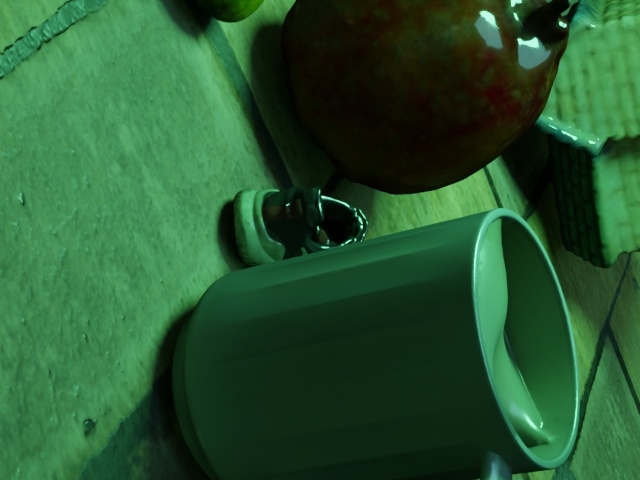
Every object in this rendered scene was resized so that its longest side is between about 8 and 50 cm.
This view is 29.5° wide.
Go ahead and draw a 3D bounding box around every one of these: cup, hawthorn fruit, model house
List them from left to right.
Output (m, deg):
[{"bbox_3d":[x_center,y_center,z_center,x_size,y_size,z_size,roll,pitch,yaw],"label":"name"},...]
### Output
[{"bbox_3d":[0.045,0.153,1.115,0.237,0.326,0.323,45,40,-44],"label":"cup"},{"bbox_3d":[0.121,-0.209,1.443,0.308,0.324,0.308,-26,90,-88],"label":"hawthorn fruit"},{"bbox_3d":[0.516,-0.213,2.102,0.395,0.399,0.446,-63,140,-67],"label":"model house"}]

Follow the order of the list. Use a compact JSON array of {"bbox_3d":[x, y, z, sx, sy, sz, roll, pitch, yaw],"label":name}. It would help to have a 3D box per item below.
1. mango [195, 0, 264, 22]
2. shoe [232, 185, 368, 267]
[{"bbox_3d":[-0.102,-0.346,1.304,0.151,0.120,0.221,-30,110,-57],"label":"mango"},{"bbox_3d":[0.000,0.000,1.329,0.227,0.112,0.099,26,54,-52],"label":"shoe"}]
